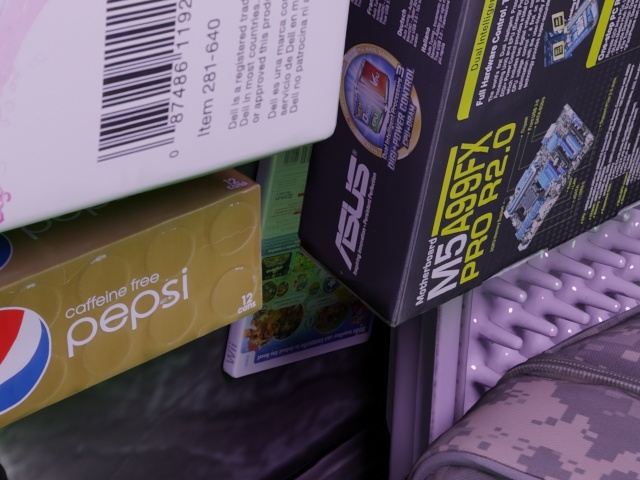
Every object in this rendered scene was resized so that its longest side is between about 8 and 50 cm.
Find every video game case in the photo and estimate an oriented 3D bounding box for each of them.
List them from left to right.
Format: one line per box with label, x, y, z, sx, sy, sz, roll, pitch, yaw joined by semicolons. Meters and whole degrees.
video game case;0.000;0.000;0.728;0.087;0.011;0.122;-12;123;-41

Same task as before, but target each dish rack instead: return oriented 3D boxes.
dish rack;0.152;0.029;0.831;0.333;0.072;0.285;-16;118;-40

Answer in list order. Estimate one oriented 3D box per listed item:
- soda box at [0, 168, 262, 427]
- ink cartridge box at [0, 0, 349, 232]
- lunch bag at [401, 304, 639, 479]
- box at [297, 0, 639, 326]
soda box;-0.108;0.021;0.593;0.181;0.058;0.061;-24;130;-34
ink cartridge box;-0.123;-0.108;0.445;0.278;0.117;0.201;-18;127;-38
lunch bag;0.172;0.182;0.728;0.256;0.213;0.305;-32;129;-52
box;0.106;-0.119;0.577;0.216;0.060;0.270;-24;140;-33
